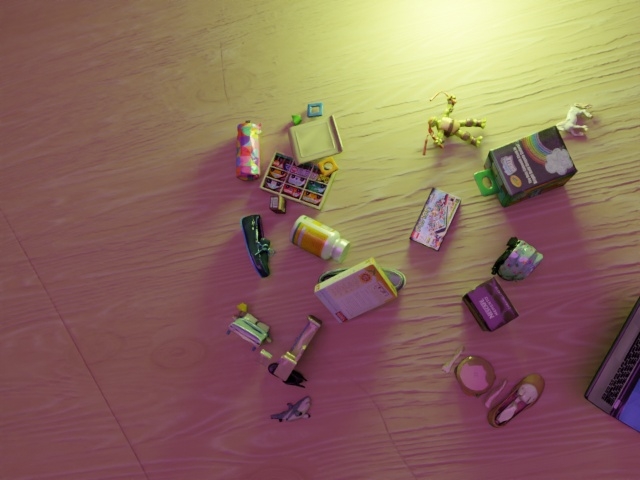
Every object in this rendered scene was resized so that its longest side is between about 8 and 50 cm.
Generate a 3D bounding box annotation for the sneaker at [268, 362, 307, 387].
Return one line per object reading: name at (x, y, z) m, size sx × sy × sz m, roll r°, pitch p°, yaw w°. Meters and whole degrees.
sneaker at (-0.122, 0.487, 1.728) m, size 0.170 × 0.089 × 0.051 m, roll 18°, pitch 84°, yaw 15°

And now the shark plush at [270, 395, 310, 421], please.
shark plush at (-0.104, 0.621, 1.736) m, size 0.161 × 0.073 × 0.067 m, roll -31°, pitch 54°, yaw 27°

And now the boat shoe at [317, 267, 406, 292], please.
boat shoe at (0.145, 0.151, 1.723) m, size 0.320 × 0.099 × 0.116 m, roll -1°, pitch 78°, yaw 12°

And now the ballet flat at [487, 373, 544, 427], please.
ballet flat at (0.645, 0.529, 1.556) m, size 0.232 × 0.073 × 0.080 m, roll -45°, pitch 74°, yaw 1°

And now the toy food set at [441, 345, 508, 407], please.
toy food set at (0.522, 0.458, 1.621) m, size 0.192 × 0.038 × 0.132 m, roll 39°, pitch 83°, yaw 21°

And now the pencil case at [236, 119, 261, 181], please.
pencil case at (-0.287, -0.358, 1.916) m, size 0.104 × 0.104 × 0.236 m, roll -2°, pitch 81°, yaw 12°

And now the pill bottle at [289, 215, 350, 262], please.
pill bottle at (0.000, 0.000, 1.775) m, size 0.208 × 0.117 × 0.117 m, roll 26°, pitch 87°, yaw 16°

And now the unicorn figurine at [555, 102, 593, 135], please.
unicorn figurine at (0.888, -0.416, 1.686) m, size 0.111 × 0.060 × 0.162 m, roll 23°, pitch 69°, yaw 16°

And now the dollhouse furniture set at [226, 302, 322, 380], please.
dollhouse furniture set at (-0.178, 0.297, 1.674) m, size 0.303 × 0.286 × 0.198 m, roll 32°, pitch 88°, yaw 5°

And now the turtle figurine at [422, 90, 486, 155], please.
turtle figurine at (0.482, -0.406, 1.755) m, size 0.217 × 0.087 × 0.269 m, roll 16°, pitch 75°, yaw 7°

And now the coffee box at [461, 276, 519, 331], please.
coffee box at (0.540, 0.210, 1.547) m, size 0.098 × 0.246 × 0.141 m, roll -32°, pitch 74°, yaw 5°

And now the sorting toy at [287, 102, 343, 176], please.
sorting toy at (-0.020, -0.384, 1.871) m, size 0.196 × 0.047 × 0.347 m, roll -17°, pitch 64°, yaw 7°

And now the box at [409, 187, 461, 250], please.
box at (0.417, -0.076, 1.736) m, size 0.114 × 0.036 × 0.207 m, roll 24°, pitch 86°, yaw 16°

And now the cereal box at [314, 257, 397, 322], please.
cereal box at (0.123, 0.179, 1.677) m, size 0.240 × 0.047 × 0.173 m, roll -27°, pitch 118°, yaw 20°

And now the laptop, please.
laptop at (1.037, 0.400, 1.415) m, size 0.236 × 0.408 × 0.382 m, roll 27°, pitch 86°, yaw 50°

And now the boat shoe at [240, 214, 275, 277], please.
boat shoe at (-0.236, 0.013, 1.833) m, size 0.089 × 0.109 × 0.258 m, roll -21°, pitch 78°, yaw 5°

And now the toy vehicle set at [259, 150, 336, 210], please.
toy vehicle set at (-0.089, -0.237, 1.879) m, size 0.267 × 0.035 × 0.166 m, roll 20°, pitch 85°, yaw 15°

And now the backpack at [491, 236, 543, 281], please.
backpack at (0.655, 0.063, 1.581) m, size 0.115 × 0.182 × 0.152 m, roll 31°, pitch 87°, yaw 16°

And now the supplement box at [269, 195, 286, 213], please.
supplement box at (-0.164, -0.138, 1.854) m, size 0.043 × 0.083 × 0.055 m, roll 1°, pitch 80°, yaw 13°

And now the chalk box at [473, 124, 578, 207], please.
chalk box at (0.676, -0.235, 1.635) m, size 0.289 × 0.179 × 0.180 m, roll -20°, pitch 77°, yaw 10°
